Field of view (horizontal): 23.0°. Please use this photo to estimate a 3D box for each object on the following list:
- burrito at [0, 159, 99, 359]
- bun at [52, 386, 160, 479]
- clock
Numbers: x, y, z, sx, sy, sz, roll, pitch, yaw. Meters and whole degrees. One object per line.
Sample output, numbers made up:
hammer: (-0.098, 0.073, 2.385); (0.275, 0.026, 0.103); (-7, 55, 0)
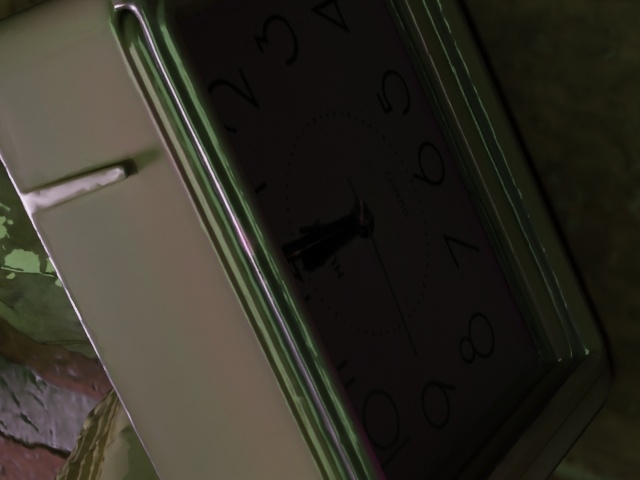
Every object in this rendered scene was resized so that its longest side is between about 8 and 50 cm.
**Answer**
burrito: (-0.162, -0.063, 0.591); (0.275, 0.059, 0.082); (50, 143, 1)
bun: (-0.050, 0.120, 0.557); (0.111, 0.164, 0.188); (29, 115, -6)
clock: (0.000, 0.000, 0.463); (0.071, 0.147, 0.192); (-16, 104, 37)
